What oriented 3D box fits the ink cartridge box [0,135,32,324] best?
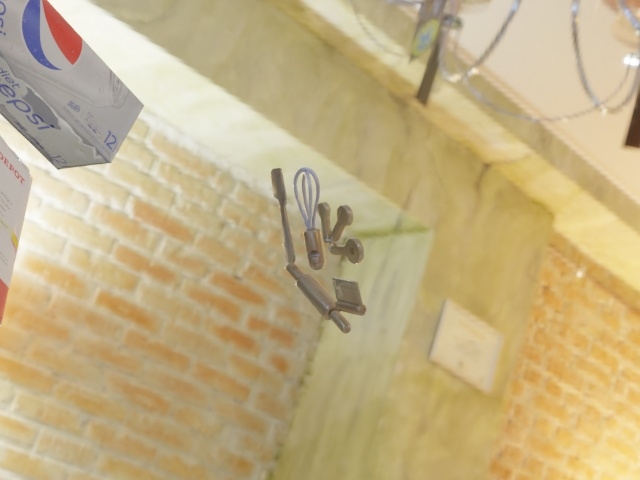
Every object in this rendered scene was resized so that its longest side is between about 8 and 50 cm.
[{"bbox_3d":[-0.580,-0.038,1.725,0.131,0.306,0.226,-12,-40,14],"label":"ink cartridge box"}]

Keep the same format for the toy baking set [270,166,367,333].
[{"bbox_3d":[0.000,0.007,1.578,0.030,0.196,0.256,-12,36,-31],"label":"toy baking set"}]

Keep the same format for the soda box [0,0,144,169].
[{"bbox_3d":[-0.323,-0.201,1.180,0.098,0.091,0.286,-3,-39,39],"label":"soda box"}]
